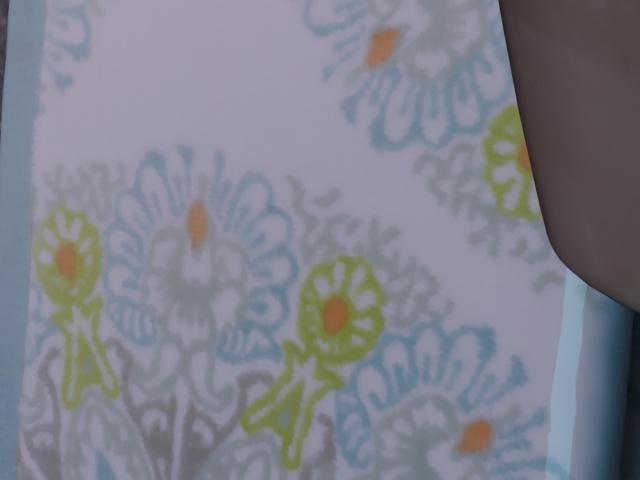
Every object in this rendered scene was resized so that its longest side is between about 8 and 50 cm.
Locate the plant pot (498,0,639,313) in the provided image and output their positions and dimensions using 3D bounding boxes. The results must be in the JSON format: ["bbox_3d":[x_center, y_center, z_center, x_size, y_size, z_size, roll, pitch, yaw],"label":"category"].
[{"bbox_3d":[0.160,-0.124,0.437,0.323,0.323,0.280,15,110,38],"label":"plant pot"}]

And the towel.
[{"bbox_3d":[0.000,0.000,0.756,0.321,0.090,0.374,8,96,37],"label":"towel"}]
